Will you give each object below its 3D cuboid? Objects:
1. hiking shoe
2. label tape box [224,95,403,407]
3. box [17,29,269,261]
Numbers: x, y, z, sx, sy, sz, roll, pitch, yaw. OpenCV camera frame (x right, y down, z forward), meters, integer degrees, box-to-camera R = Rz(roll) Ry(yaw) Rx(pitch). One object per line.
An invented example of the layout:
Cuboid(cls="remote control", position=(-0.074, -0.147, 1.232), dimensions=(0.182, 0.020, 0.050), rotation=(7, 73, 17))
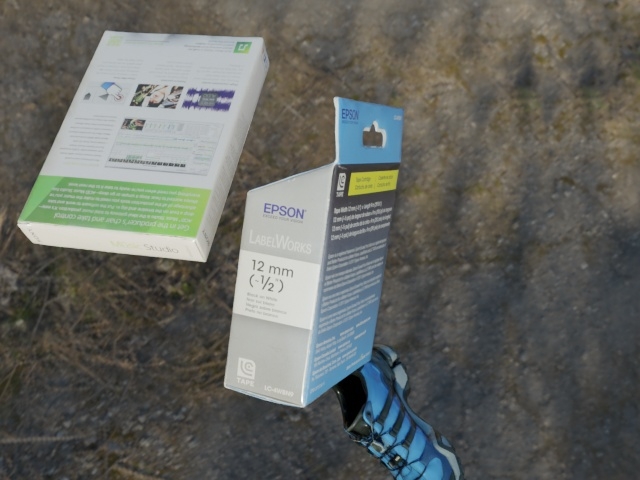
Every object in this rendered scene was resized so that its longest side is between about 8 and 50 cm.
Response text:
Cuboid(cls="hiking shoe", position=(0.096, 0.290, 1.324), dimensions=(0.132, 0.113, 0.304), rotation=(0, 46, -38))
Cuboid(cls="label tape box", position=(0.000, 0.000, 1.118), dimensions=(0.249, 0.115, 0.347), rotation=(-14, 112, -68))
Cuboid(cls="box", position=(-0.213, -0.129, 1.147), dimensions=(0.232, 0.058, 0.322), rotation=(6, 57, 14))
